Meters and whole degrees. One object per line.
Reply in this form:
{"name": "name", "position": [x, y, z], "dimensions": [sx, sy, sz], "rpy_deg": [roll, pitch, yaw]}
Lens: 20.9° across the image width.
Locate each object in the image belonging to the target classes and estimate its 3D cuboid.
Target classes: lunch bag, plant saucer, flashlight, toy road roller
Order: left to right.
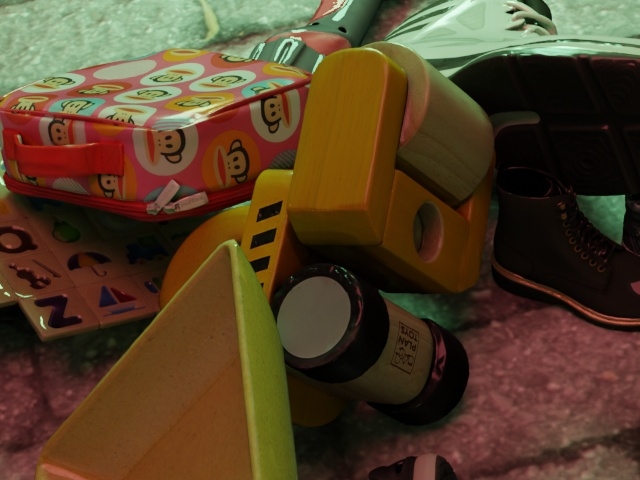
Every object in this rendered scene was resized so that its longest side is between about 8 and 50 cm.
{"name": "lunch bag", "position": [-0.170, -0.100, 1.657], "dimensions": [0.293, 0.120, 0.258], "rpy_deg": [12, 24, 44]}
{"name": "plant saucer", "position": [-0.115, 0.222, 1.369], "dimensions": [0.081, 0.333, 0.332], "rpy_deg": [22, 39, -29]}
{"name": "toy road roller", "position": [0.000, 0.000, 1.538], "dimensions": [0.241, 0.202, 0.329], "rpy_deg": [3, 73, 34]}
{"name": "flashlight", "position": [0.007, -0.246, 1.883], "dimensions": [0.103, 0.103, 0.304], "rpy_deg": [-15, 36, 37]}

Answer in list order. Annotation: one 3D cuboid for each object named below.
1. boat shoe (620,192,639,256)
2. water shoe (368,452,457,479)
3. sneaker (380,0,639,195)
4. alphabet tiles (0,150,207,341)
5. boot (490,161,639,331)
{"name": "boat shoe", "position": [0.372, -0.027, 1.619], "dimensions": [0.183, 0.083, 0.065], "rpy_deg": [-11, 46, -1]}
{"name": "water shoe", "position": [0.063, 0.267, 1.418], "dimensions": [0.080, 0.073, 0.203], "rpy_deg": [-14, 38, 28]}
{"name": "sneaker", "position": [0.213, -0.181, 1.684], "dimensions": [0.448, 0.169, 0.257], "rpy_deg": [0, 41, 37]}
{"name": "alphabet tiles", "position": [-0.264, -0.025, 1.713], "dimensions": [0.285, 0.011, 0.342], "rpy_deg": [-13, 43, -30]}
{"name": "boot", "position": [0.246, 0.005, 1.574], "dimensions": [0.198, 0.137, 0.077], "rpy_deg": [10, 50, 18]}
